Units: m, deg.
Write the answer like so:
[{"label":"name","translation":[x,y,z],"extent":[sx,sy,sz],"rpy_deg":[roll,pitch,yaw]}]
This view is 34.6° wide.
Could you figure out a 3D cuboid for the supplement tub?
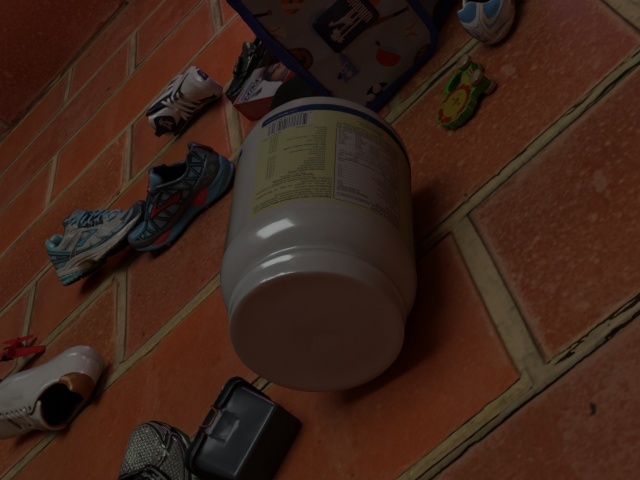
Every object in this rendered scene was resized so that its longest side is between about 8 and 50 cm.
[{"label":"supplement tub","translation":[0.000,0.000,1.268],"extent":[0.235,0.235,0.325],"rpy_deg":[-35,32,28]}]

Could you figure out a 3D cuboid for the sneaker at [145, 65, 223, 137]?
[{"label":"sneaker","translation":[-0.305,-0.290,2.235],"extent":[0.153,0.094,0.235],"rpy_deg":[-58,28,-11]}]

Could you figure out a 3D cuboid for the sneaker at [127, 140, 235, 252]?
[{"label":"sneaker","translation":[-0.286,-0.090,1.927],"extent":[0.262,0.125,0.104],"rpy_deg":[-42,28,17]}]

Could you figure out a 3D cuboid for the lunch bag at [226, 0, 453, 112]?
[{"label":"lunch bag","translation":[0.045,-0.430,1.614],"extent":[0.239,0.328,0.385],"rpy_deg":[7,63,50]}]

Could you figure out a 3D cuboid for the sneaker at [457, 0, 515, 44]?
[{"label":"sneaker","translation":[0.254,-0.390,1.526],"extent":[0.085,0.086,0.237],"rpy_deg":[-28,34,40]}]

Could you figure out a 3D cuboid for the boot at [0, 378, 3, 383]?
[{"label":"boot","translation":[-0.731,0.354,2.113],"extent":[0.213,0.077,0.165],"rpy_deg":[-21,39,52]}]

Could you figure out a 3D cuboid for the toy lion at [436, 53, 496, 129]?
[{"label":"toy lion","translation":[0.198,-0.204,1.448],"extent":[0.096,0.034,0.100],"rpy_deg":[-50,26,19]}]

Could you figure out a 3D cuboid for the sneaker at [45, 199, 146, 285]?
[{"label":"sneaker","translation":[-0.457,-0.016,2.062],"extent":[0.283,0.122,0.110],"rpy_deg":[-33,2,29]}]

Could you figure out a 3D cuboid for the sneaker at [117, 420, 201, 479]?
[{"label":"sneaker","translation":[-0.232,0.356,1.284],"extent":[0.134,0.146,0.343],"rpy_deg":[-38,30,24]}]

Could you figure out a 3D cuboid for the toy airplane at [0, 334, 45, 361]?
[{"label":"toy airplane","translation":[-0.636,0.226,2.128],"extent":[0.151,0.028,0.151],"rpy_deg":[-14,9,2]}]

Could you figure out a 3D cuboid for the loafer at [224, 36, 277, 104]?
[{"label":"loafer","translation":[-0.125,-0.403,2.110],"extent":[0.267,0.084,0.096],"rpy_deg":[-55,28,-9]}]

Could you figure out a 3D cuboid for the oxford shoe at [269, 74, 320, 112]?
[{"label":"oxford shoe","translation":[-0.018,-0.261,1.810],"extent":[0.212,0.076,0.076],"rpy_deg":[-42,63,43]}]

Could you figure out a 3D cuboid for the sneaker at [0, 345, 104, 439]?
[{"label":"sneaker","translation":[-0.509,0.295,1.815],"extent":[0.290,0.106,0.123],"rpy_deg":[-35,29,26]}]

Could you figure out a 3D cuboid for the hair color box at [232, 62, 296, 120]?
[{"label":"hair color box","translation":[-0.089,-0.287,1.951],"extent":[0.167,0.053,0.093],"rpy_deg":[0,55,55]}]

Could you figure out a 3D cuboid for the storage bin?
[{"label":"storage bin","translation":[-0.094,0.246,1.278],"extent":[0.091,0.098,0.135],"rpy_deg":[9,63,48]}]
